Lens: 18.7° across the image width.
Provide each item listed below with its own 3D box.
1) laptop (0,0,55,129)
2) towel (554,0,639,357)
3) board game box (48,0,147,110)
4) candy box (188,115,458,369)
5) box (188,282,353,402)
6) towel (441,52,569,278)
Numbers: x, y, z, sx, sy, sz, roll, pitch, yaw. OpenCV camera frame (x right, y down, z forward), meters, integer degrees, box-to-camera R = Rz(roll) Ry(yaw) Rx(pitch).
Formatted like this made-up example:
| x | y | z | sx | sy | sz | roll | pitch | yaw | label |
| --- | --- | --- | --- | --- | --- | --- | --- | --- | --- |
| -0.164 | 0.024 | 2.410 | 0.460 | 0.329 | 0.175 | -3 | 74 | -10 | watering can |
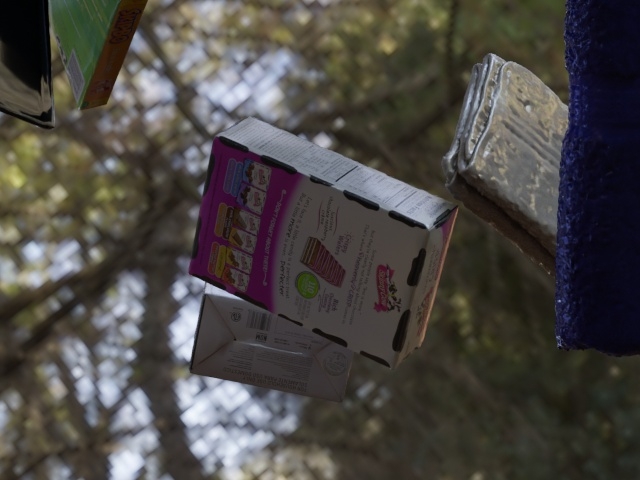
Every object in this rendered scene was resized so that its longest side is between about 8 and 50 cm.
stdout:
| x | y | z | sx | sy | sz | roll | pitch | yaw | label |
| --- | --- | --- | --- | --- | --- | --- | --- | --- | --- |
| -0.456 | -0.219 | 1.571 | 0.408 | 0.382 | 0.236 | -20 | -46 | 9 | laptop |
| 0.267 | -0.078 | 1.357 | 0.228 | 0.308 | 0.076 | -2 | 11 | -17 | towel |
| -0.198 | -0.222 | 1.704 | 0.039 | 0.124 | 0.259 | -15 | -15 | -18 | board game box |
| 0.000 | 0.000 | 1.847 | 0.071 | 0.233 | 0.159 | -37 | -33 | -53 | candy box |
| -0.052 | 0.097 | 2.126 | 0.290 | 0.169 | 0.087 | -119 | 41 | -84 | box |
| 0.238 | -0.041 | 1.885 | 0.049 | 0.282 | 0.187 | -34 | 25 | 41 | towel |
